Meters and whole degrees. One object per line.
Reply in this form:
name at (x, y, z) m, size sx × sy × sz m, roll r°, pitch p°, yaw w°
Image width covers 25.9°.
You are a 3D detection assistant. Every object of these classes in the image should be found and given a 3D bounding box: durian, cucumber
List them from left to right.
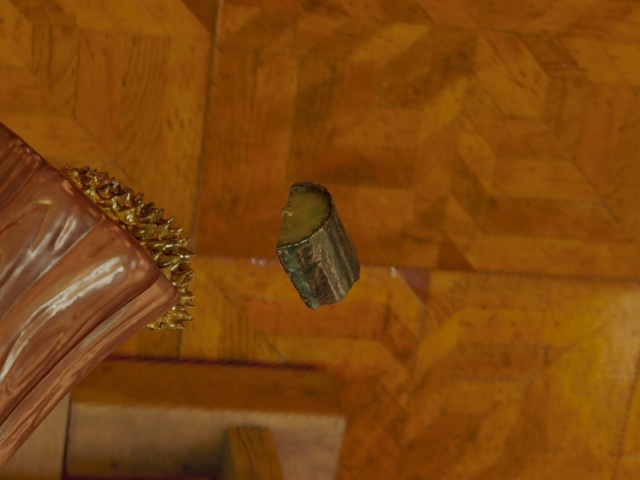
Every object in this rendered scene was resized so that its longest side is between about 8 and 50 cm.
durian at (-0.234, 0.003, 1.523) m, size 0.250 × 0.183 × 0.138 m, roll 29°, pitch 89°, yaw -7°
cucumber at (0.000, 0.000, 1.518) m, size 0.062 × 0.116 × 0.115 m, roll -6°, pitch 138°, yaw 17°

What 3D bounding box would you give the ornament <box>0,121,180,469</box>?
ornament at (-0.249, 0.048, 1.023) m, size 0.217 × 0.235 × 0.221 m, roll -48°, pitch 117°, yaw -9°
